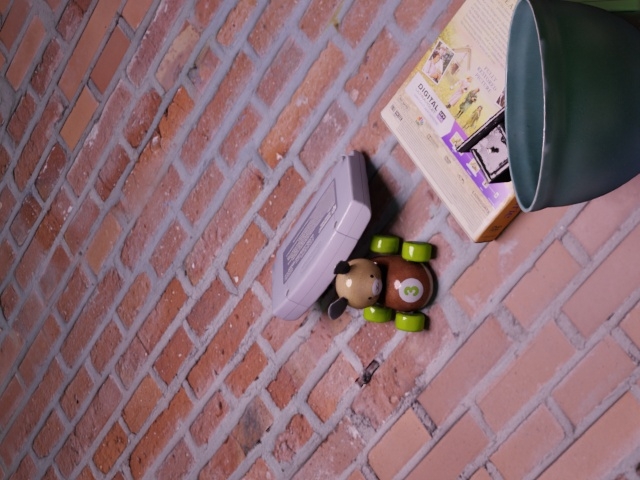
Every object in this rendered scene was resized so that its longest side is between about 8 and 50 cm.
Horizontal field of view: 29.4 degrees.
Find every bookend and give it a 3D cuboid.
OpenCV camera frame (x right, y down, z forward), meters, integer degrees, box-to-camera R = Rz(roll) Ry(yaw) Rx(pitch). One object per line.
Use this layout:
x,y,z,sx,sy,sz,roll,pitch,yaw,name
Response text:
0.314,-0.123,1.874,0.157,0.072,0.156,-41,67,38,bookend

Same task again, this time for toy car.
0.087,0.077,2.107,0.149,0.188,0.155,13,102,43,toy car

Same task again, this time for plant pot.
0.371,-0.188,1.662,0.196,0.293,0.293,-2,91,0,plant pot

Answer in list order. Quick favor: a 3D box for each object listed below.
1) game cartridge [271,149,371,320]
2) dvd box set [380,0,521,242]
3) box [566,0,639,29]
0.000,0.000,2.214,0.297,0.062,0.198,-55,26,32,game cartridge
0.301,-0.247,1.970,0.308,0.062,0.420,55,127,26,dvd box set
0.427,-0.458,1.745,0.148,0.121,0.311,6,86,35,box
